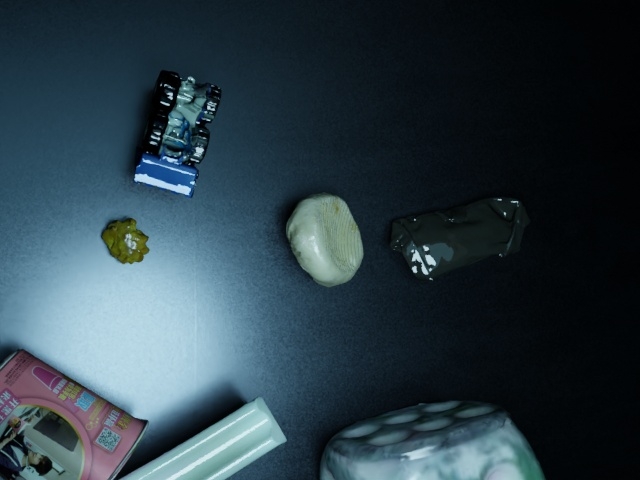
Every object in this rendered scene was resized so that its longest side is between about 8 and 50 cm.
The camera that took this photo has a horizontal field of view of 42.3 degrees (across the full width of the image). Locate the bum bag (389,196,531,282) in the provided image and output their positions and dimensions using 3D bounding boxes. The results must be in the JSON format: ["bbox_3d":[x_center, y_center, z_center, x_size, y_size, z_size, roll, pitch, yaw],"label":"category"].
[{"bbox_3d":[0.291,-0.003,1.700,0.326,0.079,0.142,-12,85,-17],"label":"bum bag"}]

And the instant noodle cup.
[{"bbox_3d":[-0.446,0.314,1.346,0.255,0.244,0.244,41,75,-6],"label":"instant noodle cup"}]

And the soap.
[{"bbox_3d":[-0.209,0.389,1.439,0.289,0.173,0.095,-28,80,-19],"label":"soap"}]

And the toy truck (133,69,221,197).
[{"bbox_3d":[-0.261,-0.188,1.470,0.113,0.126,0.208,16,87,-20],"label":"toy truck"}]

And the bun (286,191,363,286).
[{"bbox_3d":[0.000,0.000,1.574,0.183,0.102,0.184,25,57,-47],"label":"bun"}]

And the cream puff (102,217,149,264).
[{"bbox_3d":[-0.344,0.001,1.468,0.083,0.058,0.083,1,90,-18],"label":"cream puff"}]

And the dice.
[{"bbox_3d":[0.203,0.488,1.514,0.327,0.330,0.348,-12,94,-21],"label":"dice"}]
